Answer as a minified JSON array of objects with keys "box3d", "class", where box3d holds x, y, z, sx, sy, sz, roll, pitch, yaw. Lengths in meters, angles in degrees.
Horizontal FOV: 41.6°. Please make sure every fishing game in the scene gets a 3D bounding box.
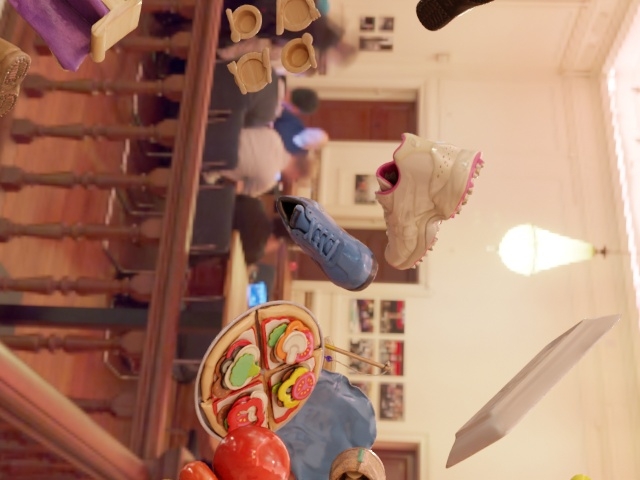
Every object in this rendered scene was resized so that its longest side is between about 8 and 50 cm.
[{"box3d":[-0.009,0.279,1.282,0.041,0.189,0.264,-79,-174,-80],"class":"fishing game"}]

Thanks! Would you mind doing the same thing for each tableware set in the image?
[{"box3d":[-0.075,-0.315,1.329,0.020,0.168,0.141,12,67,-70],"class":"tableware set"}]

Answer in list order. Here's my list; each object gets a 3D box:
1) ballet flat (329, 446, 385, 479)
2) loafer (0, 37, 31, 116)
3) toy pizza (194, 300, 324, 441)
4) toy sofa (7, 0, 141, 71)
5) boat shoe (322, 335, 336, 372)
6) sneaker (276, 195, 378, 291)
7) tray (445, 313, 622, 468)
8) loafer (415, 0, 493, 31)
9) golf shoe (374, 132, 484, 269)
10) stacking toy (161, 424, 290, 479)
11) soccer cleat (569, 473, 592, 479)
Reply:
[{"box3d":[0.029,0.445,1.152,0.106,0.107,0.316,64,30,-84],"class":"ballet flat"},{"box3d":[-0.393,-0.192,1.016,0.050,0.148,0.056,55,40,3],"class":"loafer"},{"box3d":[-0.069,0.173,1.074,0.032,0.201,0.201,28,-54,46],"class":"toy pizza"},{"box3d":[-0.519,-0.507,1.582,0.177,0.362,0.150,-43,-174,-18],"class":"toy sofa"},{"box3d":[-0.013,0.257,1.626,0.063,0.059,0.170,-120,-144,-49],"class":"boat shoe"},{"box3d":[0.000,0.000,1.160,0.069,0.082,0.209,-53,-140,8],"class":"sneaker"},{"box3d":[0.262,0.179,1.058,0.270,0.030,0.145,-33,166,-34],"class":"tray"},{"box3d":[0.250,-0.426,1.395,0.078,0.220,0.080,-43,106,-37],"class":"loafer"},{"box3d":[0.141,-0.062,1.314,0.306,0.140,0.115,116,-1,-55],"class":"golf shoe"},{"box3d":[-0.174,0.322,0.925,0.141,0.330,0.141,47,-22,26],"class":"stacking toy"},{"box3d":[0.502,0.579,1.548,0.121,0.093,0.289,-26,-125,60],"class":"soccer cleat"}]
